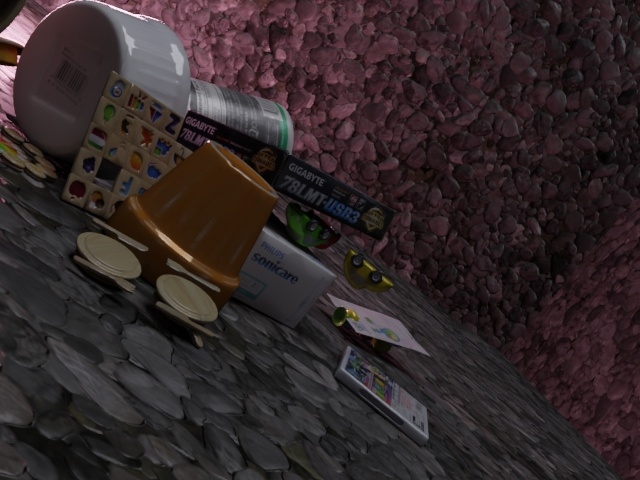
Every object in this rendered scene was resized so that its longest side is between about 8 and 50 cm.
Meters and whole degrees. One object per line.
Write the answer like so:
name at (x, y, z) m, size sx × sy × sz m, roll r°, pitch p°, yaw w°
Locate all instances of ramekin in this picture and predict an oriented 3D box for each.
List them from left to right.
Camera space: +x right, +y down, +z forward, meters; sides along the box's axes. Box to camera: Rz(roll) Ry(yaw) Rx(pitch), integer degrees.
ramekin at (-0.355, -0.242, 1.452) m, size 0.277 × 0.277 × 0.135 m, roll 42°, pitch 14°, yaw 29°

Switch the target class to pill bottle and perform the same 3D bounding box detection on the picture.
pill bottle at (-0.252, -0.217, 1.830) m, size 0.361 × 0.204 × 0.204 m, roll 11°, pitch 22°, yaw -35°

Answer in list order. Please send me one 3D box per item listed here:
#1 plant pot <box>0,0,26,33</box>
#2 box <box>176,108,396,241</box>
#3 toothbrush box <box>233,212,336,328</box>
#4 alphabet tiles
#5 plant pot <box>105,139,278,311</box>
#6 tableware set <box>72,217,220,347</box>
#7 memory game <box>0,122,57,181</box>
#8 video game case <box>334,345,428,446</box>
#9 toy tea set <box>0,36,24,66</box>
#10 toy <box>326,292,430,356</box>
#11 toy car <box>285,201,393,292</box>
plant pot at (-0.617, -0.432, 1.337) m, size 0.323 × 0.323 × 0.280 m, roll 34°, pitch -10°, yaw -37°
box at (-0.061, -0.115, 1.610) m, size 0.296 × 0.073 × 0.293 m, roll 23°, pitch 2°, yaw -45°
toothbrush box at (-0.143, -0.006, 1.591) m, size 0.295 × 0.126 × 0.216 m, roll 43°, pitch 6°, yaw 41°
alphabet tiles at (-0.265, -0.112, 1.379) m, size 0.009 × 0.198 × 0.237 m, roll 11°, pitch -13°, yaw 37°
plant pot at (-0.167, -0.031, 1.300) m, size 0.205 × 0.188 × 0.205 m, roll 39°, pitch 7°, yaw -6°
tableware set at (-0.216, 0.055, 1.120) m, size 0.194 × 0.039 × 0.128 m, roll 31°, pitch 19°, yaw -14°
memory game at (-0.453, -0.143, 1.308) m, size 0.186 × 0.012 × 0.186 m, roll 38°, pitch 6°, yaw -4°
video game case at (0.106, 0.262, 1.570) m, size 0.183 × 0.023 × 0.201 m, roll 39°, pitch 7°, yaw 2°
toy tea set at (-0.528, -0.307, 1.828) m, size 0.200 × 0.124 × 0.336 m, roll 9°, pitch 0°, yaw 18°
toy at (0.113, 0.196, 1.956) m, size 0.237 × 0.056 × 0.137 m, roll 27°, pitch 16°, yaw -41°
toy car at (0.000, 0.000, 1.582) m, size 0.239 × 0.053 × 0.225 m, roll 43°, pitch 5°, yaw 37°
